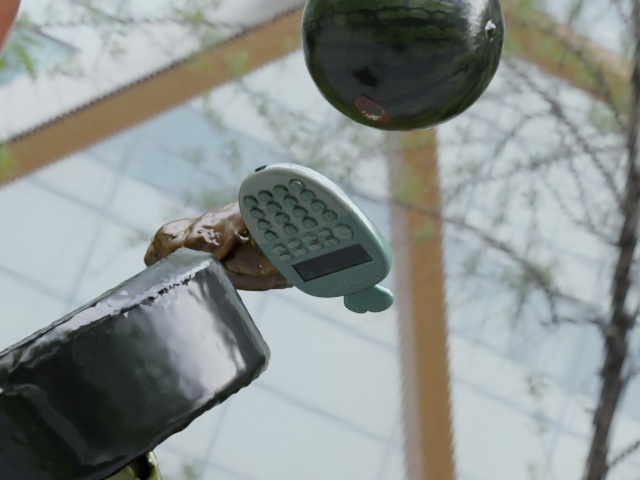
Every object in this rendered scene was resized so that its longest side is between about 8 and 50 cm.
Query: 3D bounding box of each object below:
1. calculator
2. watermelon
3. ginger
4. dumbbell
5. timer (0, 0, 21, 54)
[{"bbox_3d":[0.000,0.000,1.280,0.095,0.021,0.153,-19,-54,36],"label":"calculator"},{"bbox_3d":[0.088,-0.213,1.789,0.212,0.212,0.212,18,-18,6],"label":"watermelon"},{"bbox_3d":[-0.088,0.004,1.652,0.162,0.073,0.103,1,-20,-6],"label":"ginger"},{"bbox_3d":[-0.068,0.187,0.870,0.322,0.203,0.203,61,-26,-3],"label":"dumbbell"},{"bbox_3d":[-0.298,-0.150,1.008,0.215,0.230,0.229,37,-24,-22],"label":"timer"}]
